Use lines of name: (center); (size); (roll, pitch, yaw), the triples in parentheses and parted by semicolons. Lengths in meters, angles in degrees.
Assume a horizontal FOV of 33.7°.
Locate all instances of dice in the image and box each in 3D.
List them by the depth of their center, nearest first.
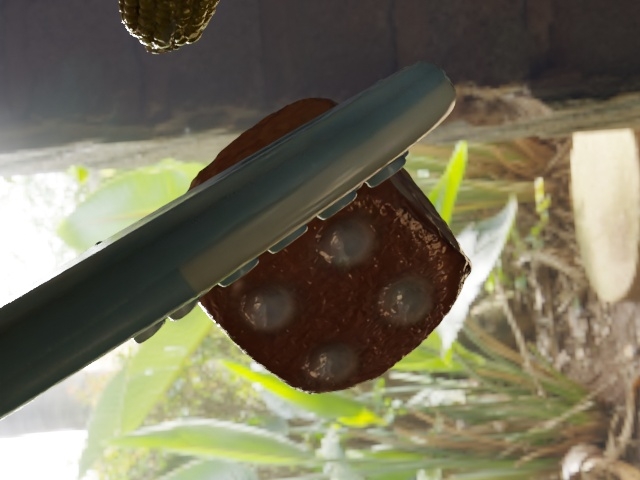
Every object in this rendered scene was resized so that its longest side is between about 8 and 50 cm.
dice: (0.000, 0.000, 0.854); (0.174, 0.179, 0.175); (42, -163, -30)

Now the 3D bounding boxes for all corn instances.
corn: (-0.094, -0.239, 0.750); (0.080, 0.080, 0.238); (-92, 19, -51)

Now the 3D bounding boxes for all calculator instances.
calculator: (-0.073, 0.010, 0.469); (0.042, 0.303, 0.188); (59, -169, -8)
